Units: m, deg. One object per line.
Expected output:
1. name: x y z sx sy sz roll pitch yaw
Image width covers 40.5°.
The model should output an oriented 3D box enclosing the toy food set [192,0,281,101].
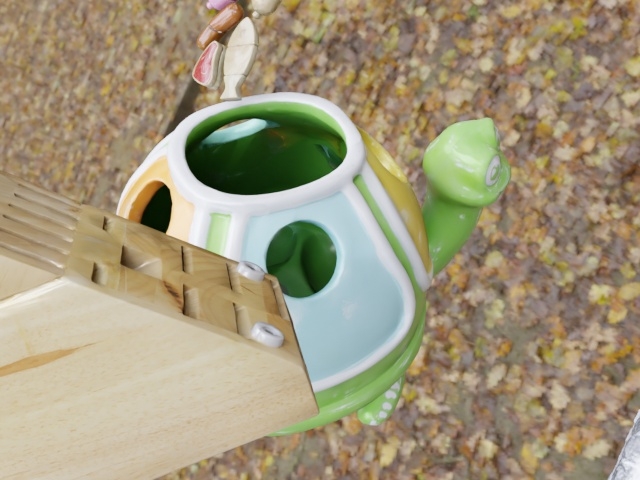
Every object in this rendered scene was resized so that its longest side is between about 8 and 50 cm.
1. toy food set: -0.061 -0.160 0.635 0.078 0.019 0.122 16 88 42

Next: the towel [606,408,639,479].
1. towel: 0.315 0.119 0.513 0.235 0.121 0.283 24 51 24

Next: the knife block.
1. knife block: -0.171 0.089 0.371 0.242 0.276 0.088 -63 18 16

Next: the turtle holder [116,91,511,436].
1. turtle holder: -0.006 0.013 0.674 0.243 0.320 0.227 -87 -1 -46
